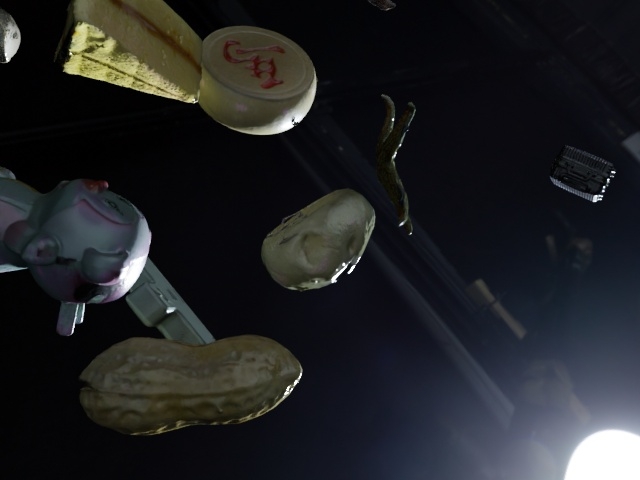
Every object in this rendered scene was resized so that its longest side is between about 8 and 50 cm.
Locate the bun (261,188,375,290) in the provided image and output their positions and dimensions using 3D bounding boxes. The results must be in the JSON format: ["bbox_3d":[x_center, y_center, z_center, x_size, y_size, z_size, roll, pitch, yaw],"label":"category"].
[{"bbox_3d":[-0.004,0.002,1.407,0.168,0.273,0.273,55,-140,-11],"label":"bun"}]

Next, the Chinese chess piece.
[{"bbox_3d":[-0.140,-0.345,1.402,0.273,0.102,0.273,10,-130,-12],"label":"Chinese chess piece"}]

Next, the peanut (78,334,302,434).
[{"bbox_3d":[-0.181,0.203,0.953,0.313,0.149,0.149,-6,-126,-8],"label":"peanut"}]

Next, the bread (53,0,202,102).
[{"bbox_3d":[-0.308,-0.370,1.146,0.264,0.163,0.168,9,-110,-27],"label":"bread"}]

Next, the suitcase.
[{"bbox_3d":[0.392,-0.101,0.986,0.086,0.059,0.126,27,-171,20],"label":"suitcase"}]

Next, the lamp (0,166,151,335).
[{"bbox_3d":[-0.423,0.014,1.014,0.301,0.248,0.247,12,-172,-9],"label":"lamp"}]

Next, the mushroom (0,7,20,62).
[{"bbox_3d":[-0.687,-0.447,1.375,0.212,0.088,0.097,55,-178,35],"label":"mushroom"}]

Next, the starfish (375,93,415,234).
[{"bbox_3d":[0.106,-0.112,0.960,0.053,0.176,0.208,-2,-89,2],"label":"starfish"}]

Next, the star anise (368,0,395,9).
[{"bbox_3d":[0.083,-0.488,1.239,0.141,0.042,0.141,36,-149,-26],"label":"star anise"}]

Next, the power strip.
[{"bbox_3d":[-0.305,0.121,1.235,0.059,0.193,0.265,-39,-94,-3],"label":"power strip"}]
